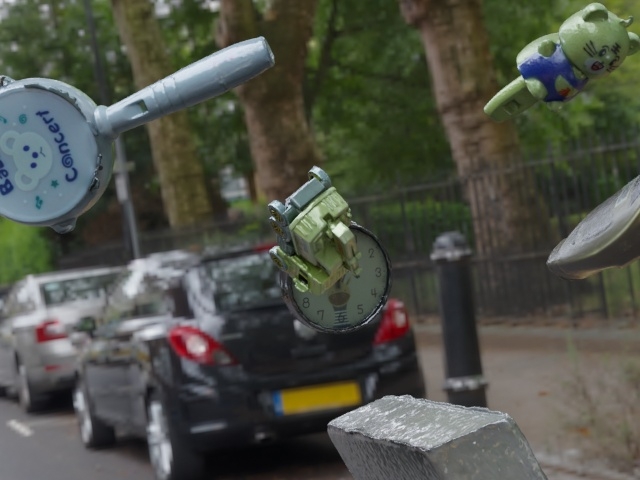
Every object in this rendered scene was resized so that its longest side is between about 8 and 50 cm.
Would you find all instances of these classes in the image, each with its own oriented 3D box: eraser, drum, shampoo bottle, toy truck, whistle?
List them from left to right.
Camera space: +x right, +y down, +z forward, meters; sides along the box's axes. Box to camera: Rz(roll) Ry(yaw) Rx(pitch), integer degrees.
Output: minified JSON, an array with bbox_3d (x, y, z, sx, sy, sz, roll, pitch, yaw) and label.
[{"bbox_3d":[-0.153,-0.076,0.987,0.253,0.130,0.049,-7,8,8],"label":"drum"},{"bbox_3d":[0.000,0.000,1.394,0.077,0.100,0.169,-40,-19,-19],"label":"toy truck"},{"bbox_3d":[0.113,0.227,1.300,0.077,0.111,0.352,-33,7,-18],"label":"eraser"},{"bbox_3d":[0.306,-0.221,1.630,0.227,0.085,0.105,-35,-48,28],"label":"whistle"},{"bbox_3d":[0.402,-0.018,1.678,0.126,0.084,0.350,-55,1,-22],"label":"shampoo bottle"}]

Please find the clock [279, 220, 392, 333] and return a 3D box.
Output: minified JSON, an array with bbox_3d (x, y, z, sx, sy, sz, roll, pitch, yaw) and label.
[{"bbox_3d":[0.027,0.058,1.999,0.184,0.185,0.040,-8,9,-19],"label":"clock"}]
